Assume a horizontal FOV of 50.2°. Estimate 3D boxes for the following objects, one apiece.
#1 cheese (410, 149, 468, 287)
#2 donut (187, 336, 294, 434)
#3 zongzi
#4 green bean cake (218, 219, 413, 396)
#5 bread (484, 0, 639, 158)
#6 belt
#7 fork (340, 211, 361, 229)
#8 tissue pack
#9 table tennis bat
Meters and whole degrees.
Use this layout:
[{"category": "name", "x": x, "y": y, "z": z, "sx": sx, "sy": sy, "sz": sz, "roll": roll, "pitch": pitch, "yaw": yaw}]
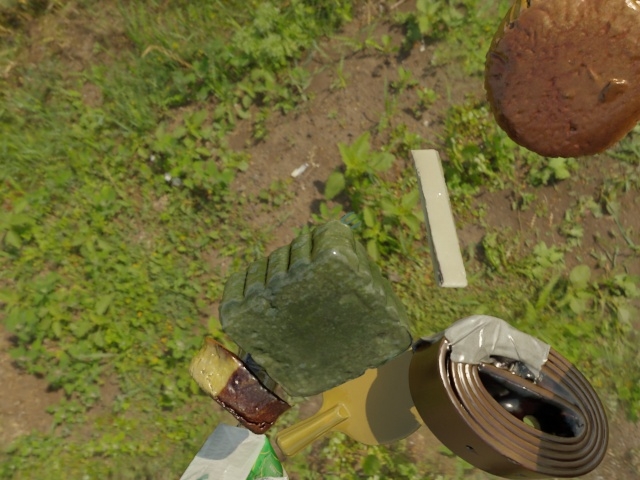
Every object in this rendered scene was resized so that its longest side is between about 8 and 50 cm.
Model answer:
[{"category": "cheese", "x": 0.306, "y": -0.064, "z": 1.779, "sx": 0.085, "sy": 0.034, "sz": 0.400, "roll": 0, "pitch": 67, "yaw": -18}, {"category": "donut", "x": -0.102, "y": 0.178, "z": 0.832, "sx": 0.140, "sy": 0.140, "sz": 0.059, "roll": 33, "pitch": 75, "yaw": 34}, {"category": "zongzi", "x": -0.136, "y": 0.248, "z": 1.285, "sx": 0.178, "sy": 0.081, "sz": 0.189, "roll": 36, "pitch": 109, "yaw": 62}, {"category": "green bean cake", "x": -0.004, "y": 0.088, "z": 0.825, "sx": 0.183, "sy": 0.185, "sz": 0.094, "roll": -31, "pitch": 26, "yaw": 15}, {"category": "bread", "x": 0.270, "y": -0.183, "z": 0.720, "sx": 0.199, "sy": 0.199, "sz": 0.104, "roll": -7, "pitch": 31, "yaw": 26}, {"category": "belt", "x": 0.302, "y": 0.257, "z": 1.106, "sx": 0.122, "sy": 0.339, "sz": 0.217, "roll": -40, "pitch": 22, "yaw": 59}, {"category": "fork", "x": 0.001, "y": -0.001, "z": 1.672, "sx": 0.235, "sy": 0.021, "sz": 0.039, "roll": -33, "pitch": 90, "yaw": 24}, {"category": "tissue pack", "x": -0.094, "y": 0.406, "z": 1.019, "sx": 0.156, "sy": 0.209, "sz": 0.148, "roll": 4, "pitch": 39, "yaw": 31}, {"category": "table tennis bat", "x": 0.057, "y": 0.303, "z": 1.256, "sx": 0.321, "sy": 0.050, "sz": 0.198, "roll": -32, "pitch": 86, "yaw": 7}]
